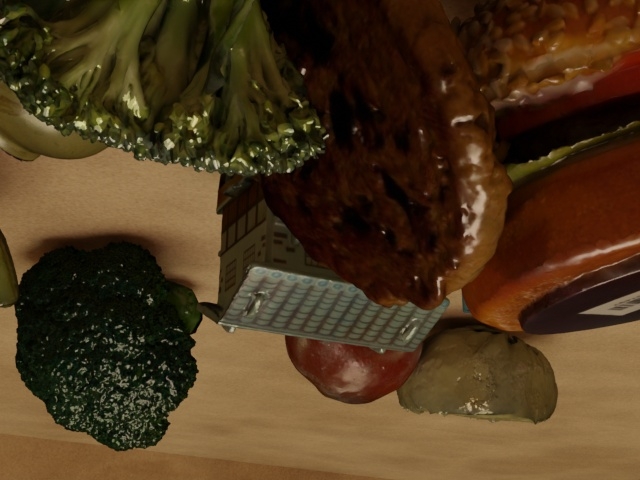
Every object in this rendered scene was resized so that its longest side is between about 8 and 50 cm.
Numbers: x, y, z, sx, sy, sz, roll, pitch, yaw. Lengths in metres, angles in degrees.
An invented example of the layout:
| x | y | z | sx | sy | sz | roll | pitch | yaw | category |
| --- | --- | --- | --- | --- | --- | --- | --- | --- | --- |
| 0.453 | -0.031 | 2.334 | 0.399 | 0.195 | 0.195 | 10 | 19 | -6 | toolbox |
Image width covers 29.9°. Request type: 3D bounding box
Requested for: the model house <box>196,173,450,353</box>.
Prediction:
| x | y | z | sx | sy | sz | roll | pitch | yaw | category |
| --- | --- | --- | --- | --- | --- | --- | --- | --- | --- |
| 0.000 | 0.000 | 1.261 | 0.224 | 0.215 | 0.198 | 11 | 156 | -24 | model house |

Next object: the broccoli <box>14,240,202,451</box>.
| x | y | z | sx | sy | sz | roll | pitch | yaw | category |
| --- | --- | --- | --- | --- | --- | --- | --- | --- | --- |
| -0.279 | 0.124 | 1.629 | 0.297 | 0.297 | 0.297 | -9 | -164 | 25 | broccoli |

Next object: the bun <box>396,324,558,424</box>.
| x | y | z | sx | sy | sz | roll | pitch | yaw | category |
| --- | --- | --- | --- | --- | --- | --- | --- | --- | --- |
| 0.245 | 0.213 | 1.912 | 0.259 | 0.152 | 0.259 | 6 | 173 | 1 | bun |

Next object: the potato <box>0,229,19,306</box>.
| x | y | z | sx | sy | sz | roll | pitch | yaw | category |
| --- | --- | --- | --- | --- | --- | --- | --- | --- | --- |
| -0.507 | -0.019 | 1.317 | 0.330 | 0.212 | 0.280 | -2 | 180 | -19 | potato |

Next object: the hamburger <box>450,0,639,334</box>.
| x | y | z | sx | sy | sz | roll | pitch | yaw | category |
| --- | --- | --- | --- | --- | --- | --- | --- | --- | --- |
| 0.239 | -0.079 | 0.932 | 0.330 | 0.250 | 0.330 | -13 | 163 | -4 | hamburger |

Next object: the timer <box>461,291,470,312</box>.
| x | y | z | sx | sy | sz | roll | pitch | yaw | category |
| --- | --- | --- | --- | --- | --- | --- | --- | --- | --- |
| 0.326 | 0.050 | 1.621 | 0.232 | 0.091 | 0.250 | -9 | 169 | 23 | timer |

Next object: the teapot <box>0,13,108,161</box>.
| x | y | z | sx | sy | sz | roll | pitch | yaw | category |
| --- | --- | --- | --- | --- | --- | --- | --- | --- | --- |
| -0.202 | -0.166 | 0.930 | 0.182 | 0.173 | 0.269 | -35 | 150 | 12 | teapot |

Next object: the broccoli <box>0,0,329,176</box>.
| x | y | z | sx | sy | sz | roll | pitch | yaw | category |
| --- | --- | --- | --- | --- | --- | --- | --- | --- | --- |
| -0.058 | -0.188 | 0.697 | 0.221 | 0.252 | 0.361 | 15 | 155 | -19 | broccoli |

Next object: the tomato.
| x | y | z | sx | sy | sz | roll | pitch | yaw | category |
| --- | --- | --- | --- | --- | --- | --- | --- | --- | --- |
| 0.053 | 0.168 | 1.815 | 0.214 | 0.155 | 0.181 | 9 | 155 | -16 | tomato |

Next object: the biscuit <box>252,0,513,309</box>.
| x | y | z | sx | sy | sz | roll | pitch | yaw | category |
| --- | --- | --- | --- | --- | --- | --- | --- | --- | --- |
| 0.021 | -0.104 | 0.877 | 0.081 | 0.334 | 0.289 | -26 | 150 | -27 | biscuit |
